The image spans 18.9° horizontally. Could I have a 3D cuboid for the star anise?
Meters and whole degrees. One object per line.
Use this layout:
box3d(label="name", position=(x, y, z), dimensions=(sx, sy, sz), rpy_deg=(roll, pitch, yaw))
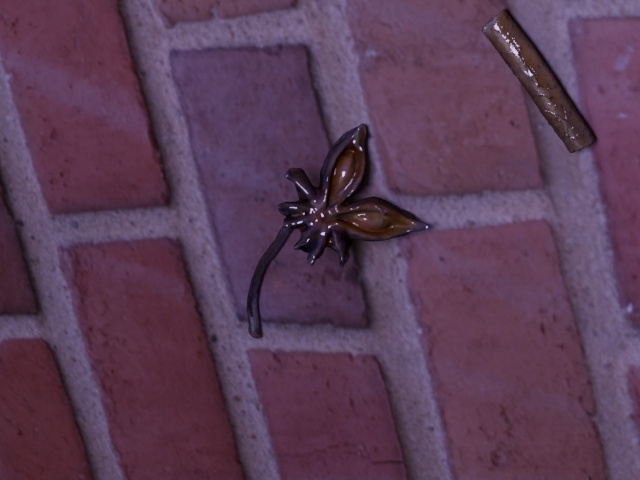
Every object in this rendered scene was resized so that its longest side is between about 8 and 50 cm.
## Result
box3d(label="star anise", position=(0.000, 0.000, 1.952), dimensions=(0.148, 0.218, 0.227), rpy_deg=(21, 173, -12))

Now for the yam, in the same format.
box3d(label="yam", position=(0.198, -0.143, 1.745), dimensions=(0.032, 0.032, 0.145), rpy_deg=(-33, 95, 39))
